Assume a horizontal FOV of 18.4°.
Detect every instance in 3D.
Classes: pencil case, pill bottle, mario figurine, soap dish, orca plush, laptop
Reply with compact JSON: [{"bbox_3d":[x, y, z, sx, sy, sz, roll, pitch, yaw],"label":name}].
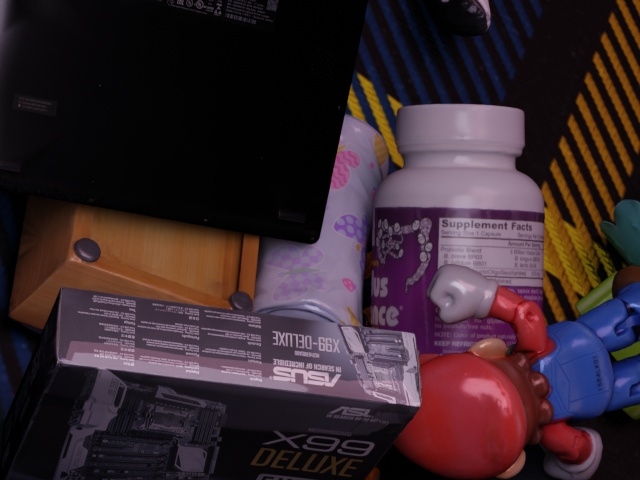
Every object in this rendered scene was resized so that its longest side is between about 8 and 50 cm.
[{"bbox_3d":[0.000,0.000,1.971,0.124,0.113,0.273,14,51,-7],"label":"pencil case"},{"bbox_3d":[0.132,0.022,1.916,0.169,0.169,0.301,2,88,-33],"label":"pill bottle"},{"bbox_3d":[0.182,0.120,1.801,0.320,0.170,0.198,-15,63,-33],"label":"mario figurine"},{"bbox_3d":[-0.161,-0.022,1.878,0.229,0.118,0.291,21,50,-21],"label":"soap dish"},{"bbox_3d":[0.124,-0.344,2.305,0.102,0.151,0.287,-7,63,-2],"label":"orca plush"},{"bbox_3d":[-0.176,-0.235,1.862,0.382,0.236,0.408,10,92,-33],"label":"laptop"}]

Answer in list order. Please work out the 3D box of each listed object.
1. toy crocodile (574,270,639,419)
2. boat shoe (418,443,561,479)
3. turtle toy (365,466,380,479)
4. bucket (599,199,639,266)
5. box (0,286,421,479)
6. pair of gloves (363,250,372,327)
[{"bbox_3d":[0.407,0.176,2.129,0.340,0.115,0.105,46,12,2],"label":"toy crocodile"},{"bbox_3d":[0.241,0.396,1.821,0.156,0.187,0.500,-11,60,-37],"label":"boat shoe"},{"bbox_3d":[0.014,0.194,1.881,0.095,0.066,0.130,9,55,-29],"label":"turtle toy"},{"bbox_3d":[0.468,-0.015,2.197,0.281,0.281,0.183,-23,75,-41],"label":"bucket"},{"bbox_3d":[-0.098,0.146,1.682,0.307,0.242,0.076,9,57,-17],"label":"box"},{"bbox_3d":[0.057,0.049,2.049,0.074,0.010,0.083,-23,75,-42],"label":"pair of gloves"}]
